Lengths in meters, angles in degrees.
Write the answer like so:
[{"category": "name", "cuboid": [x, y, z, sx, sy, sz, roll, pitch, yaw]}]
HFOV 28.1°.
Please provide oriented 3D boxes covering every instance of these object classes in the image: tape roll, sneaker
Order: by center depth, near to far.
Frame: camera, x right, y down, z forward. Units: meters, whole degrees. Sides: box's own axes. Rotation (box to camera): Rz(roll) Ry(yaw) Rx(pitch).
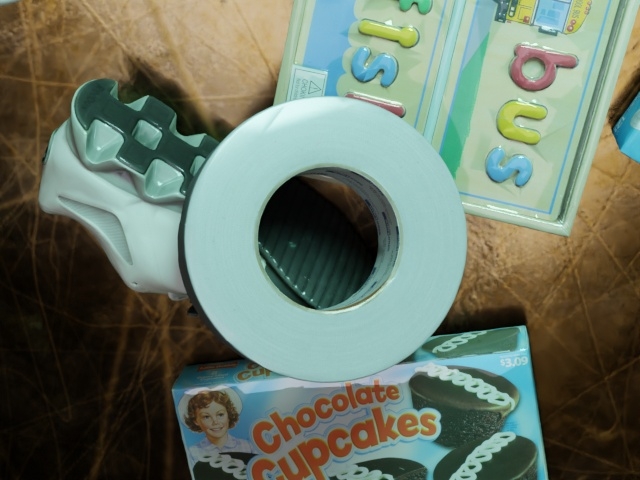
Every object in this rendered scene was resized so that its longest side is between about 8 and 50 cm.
[{"category": "tape roll", "cuboid": [0.000, 0.000, 0.998, 0.219, 0.072, 0.219, 0, 88, -11]}, {"category": "sneaker", "cuboid": [-0.093, 0.005, 1.105, 0.331, 0.122, 0.146, 35, 127, -7]}]

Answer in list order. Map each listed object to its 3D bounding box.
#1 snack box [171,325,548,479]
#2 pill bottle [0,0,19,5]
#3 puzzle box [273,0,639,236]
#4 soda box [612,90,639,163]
[{"category": "snack box", "cuboid": [0.041, 0.190, 1.169, 0.322, 0.060, 0.187, -8, 107, 10]}, {"category": "pill bottle", "cuboid": [-0.269, -0.323, 0.969, 0.152, 0.152, 0.272, -10, 113, 10]}, {"category": "puzzle box", "cuboid": [0.123, -0.222, 1.021, 0.272, 0.052, 0.408, 12, 110, 2]}, {"category": "soda box", "cuboid": [0.322, -0.146, 1.014, 0.071, 0.067, 0.210, 31, 109, -4]}]
